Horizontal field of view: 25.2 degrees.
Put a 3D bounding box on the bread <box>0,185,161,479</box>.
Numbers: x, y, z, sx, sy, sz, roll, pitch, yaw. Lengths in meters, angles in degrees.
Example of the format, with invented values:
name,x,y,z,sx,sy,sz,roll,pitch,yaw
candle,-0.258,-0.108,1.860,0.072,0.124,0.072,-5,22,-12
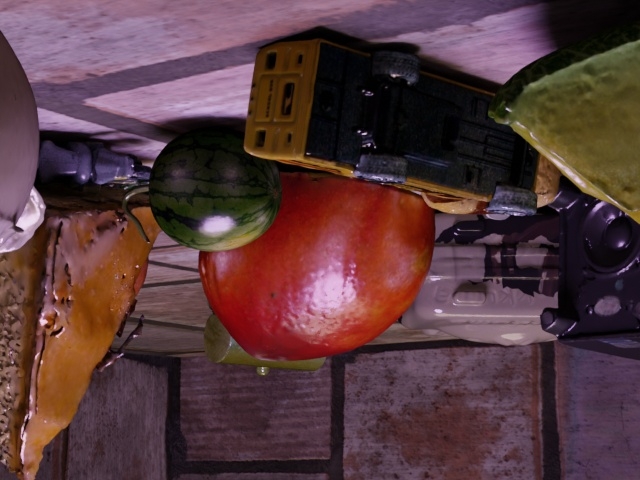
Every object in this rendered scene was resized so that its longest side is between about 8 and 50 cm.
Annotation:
name,x,y,z,sx,sy,sz,roll,pitch,yaw
bread,-0.320,0.077,1.713,0.248,0.315,0.279,15,-160,30

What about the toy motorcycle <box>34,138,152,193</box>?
name,x,y,z,sx,sy,sz,roll,pitch,yaw
toy motorcycle,-0.294,-0.087,1.641,0.193,0.061,0.124,5,180,21

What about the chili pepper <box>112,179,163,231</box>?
name,x,y,z,sx,sy,sz,roll,pitch,yaw
chili pepper,-0.231,-0.036,1.909,0.108,0.062,0.216,-41,168,6

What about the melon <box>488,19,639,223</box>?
name,x,y,z,sx,sy,sz,roll,pitch,yaw
melon,0.317,-0.081,1.262,0.331,0.226,0.343,-12,-177,4

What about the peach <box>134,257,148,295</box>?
name,x,y,z,sx,sy,sz,roll,pitch,yaw
peach,-0.338,0.020,1.975,0.232,0.232,0.232,0,170,0

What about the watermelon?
name,x,y,z,sx,sy,sz,roll,pitch,yaw
watermelon,-0.137,-0.055,1.587,0.187,0.141,0.141,0,171,14

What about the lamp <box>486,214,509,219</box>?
name,x,y,z,sx,sy,sz,roll,pitch,yaw
lamp,0.283,-0.072,1.769,0.050,0.056,0.198,11,163,-36

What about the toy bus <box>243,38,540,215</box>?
name,x,y,z,sx,sy,sz,roll,pitch,yaw
toy bus,0.083,-0.104,1.374,0.123,0.121,0.335,3,175,45

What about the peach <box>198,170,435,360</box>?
name,x,y,z,sx,sy,sz,roll,pitch,yaw
peach,0.000,0.000,1.810,0.281,0.281,0.338,7,140,-37

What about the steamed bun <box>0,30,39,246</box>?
name,x,y,z,sx,sy,sz,roll,pitch,yaw
steamed bun,-0.387,-0.104,0.996,0.374,0.241,0.374,-4,173,0

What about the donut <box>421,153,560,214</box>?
name,x,y,z,sx,sy,sz,roll,pitch,yaw
donut,0.197,-0.075,1.687,0.184,0.073,0.166,3,168,-28

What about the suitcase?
name,x,y,z,sx,sy,sz,roll,pitch,yaw
suitcase,0.283,0.063,2.140,0.351,0.194,0.339,1,173,-6

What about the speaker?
name,x,y,z,sx,sy,sz,roll,pitch,yaw
speaker,0.430,0.027,1.813,0.254,0.232,0.184,14,163,-39

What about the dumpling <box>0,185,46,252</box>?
name,x,y,z,sx,sy,sz,roll,pitch,yaw
dumpling,-0.418,-0.066,1.524,0.258,0.193,0.147,9,-151,6

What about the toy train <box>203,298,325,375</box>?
name,x,y,z,sx,sy,sz,roll,pitch,yaw
toy train,-0.091,0.165,2.753,0.307,0.189,0.126,10,168,-42
